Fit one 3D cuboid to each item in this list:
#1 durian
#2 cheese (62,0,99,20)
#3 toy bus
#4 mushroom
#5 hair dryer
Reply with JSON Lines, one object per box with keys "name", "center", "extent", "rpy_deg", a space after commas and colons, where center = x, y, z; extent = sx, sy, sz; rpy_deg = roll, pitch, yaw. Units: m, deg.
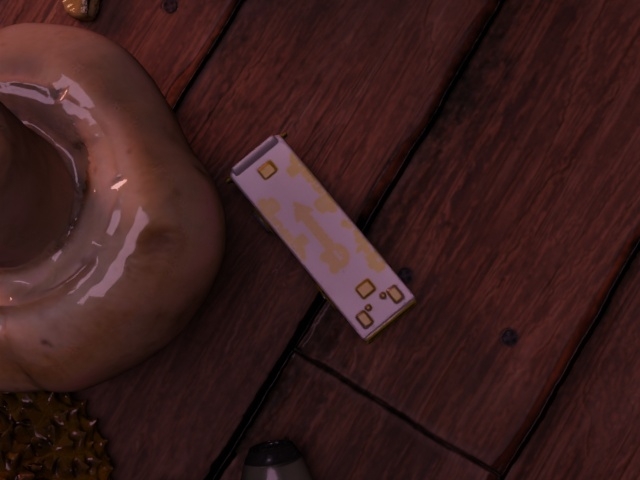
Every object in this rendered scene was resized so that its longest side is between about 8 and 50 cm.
{"name": "durian", "center": [-0.311, 0.246, 0.806], "extent": [0.183, 0.138, 0.250], "rpy_deg": [-16, 77, 11]}
{"name": "cheese", "center": [-0.260, -0.285, 0.904], "extent": [0.044, 0.030, 0.083], "rpy_deg": [17, 90, 27]}
{"name": "toy bus", "center": [0.000, 0.000, 0.832], "extent": [0.081, 0.074, 0.226], "rpy_deg": [-38, 84, 0]}
{"name": "mushroom", "center": [-0.250, -0.039, 0.757], "extent": [0.325, 0.353, 0.353], "rpy_deg": [8, 84, -26]}
{"name": "hair dryer", "center": [-0.075, 0.333, 0.784], "extent": [0.225, 0.088, 0.219], "rpy_deg": [-30, 99, -20]}
